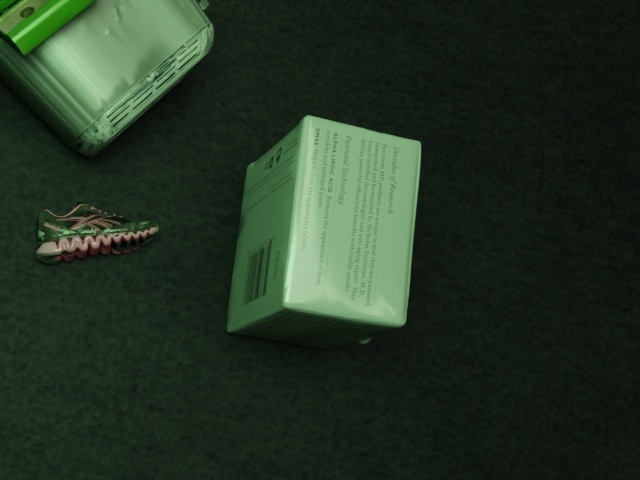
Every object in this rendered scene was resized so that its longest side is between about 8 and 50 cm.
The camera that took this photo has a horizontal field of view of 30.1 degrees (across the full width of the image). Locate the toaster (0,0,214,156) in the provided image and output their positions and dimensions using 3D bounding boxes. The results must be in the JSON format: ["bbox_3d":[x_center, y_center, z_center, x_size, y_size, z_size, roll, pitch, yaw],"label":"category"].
[{"bbox_3d":[-0.209,-0.182,1.121,0.227,0.129,0.146,-45,98,-20],"label":"toaster"}]

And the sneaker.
[{"bbox_3d":[-0.214,-0.015,1.132,0.119,0.047,0.057,-8,70,-24],"label":"sneaker"}]

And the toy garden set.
[{"bbox_3d":[-0.328,-0.235,1.050,0.204,0.049,0.244,-42,54,-14],"label":"toy garden set"}]

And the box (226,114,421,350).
[{"bbox_3d":[0.000,0.000,1.132,0.119,0.181,0.182,12,74,-19],"label":"box"}]
